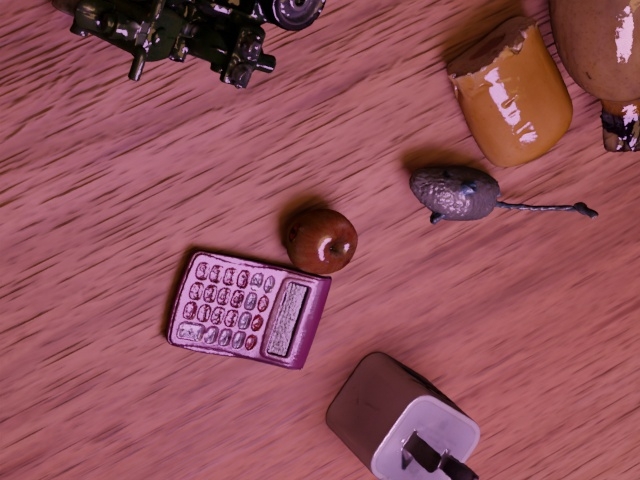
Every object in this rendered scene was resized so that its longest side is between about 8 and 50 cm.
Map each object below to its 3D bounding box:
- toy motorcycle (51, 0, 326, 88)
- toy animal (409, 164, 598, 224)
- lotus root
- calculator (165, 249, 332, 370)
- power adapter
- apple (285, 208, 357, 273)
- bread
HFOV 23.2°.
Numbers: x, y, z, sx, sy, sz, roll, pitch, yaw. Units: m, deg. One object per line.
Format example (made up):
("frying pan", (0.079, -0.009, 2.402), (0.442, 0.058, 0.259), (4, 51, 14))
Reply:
("toy motorcycle", (-0.130, -0.270, 1.645), (0.275, 0.127, 0.205), (10, 108, -32))
("toy animal", (0.216, -0.049, 1.930), (0.253, 0.079, 0.070), (9, 127, -27))
("lotus root", (0.367, -0.253, 1.871), (0.182, 0.183, 0.310), (-20, 120, -18))
("calculator", (-0.086, 0.082, 1.863), (0.190, 0.034, 0.127), (13, 105, -24))
("power adapter", (0.118, 0.246, 1.927), (0.130, 0.205, 0.125), (33, 93, -34))
("apple", (0.000, 0.000, 1.850), (0.084, 0.071, 0.084), (-15, 119, -28))
("bread", (0.236, -0.175, 1.885), (0.134, 0.085, 0.173), (-38, 121, -7))
